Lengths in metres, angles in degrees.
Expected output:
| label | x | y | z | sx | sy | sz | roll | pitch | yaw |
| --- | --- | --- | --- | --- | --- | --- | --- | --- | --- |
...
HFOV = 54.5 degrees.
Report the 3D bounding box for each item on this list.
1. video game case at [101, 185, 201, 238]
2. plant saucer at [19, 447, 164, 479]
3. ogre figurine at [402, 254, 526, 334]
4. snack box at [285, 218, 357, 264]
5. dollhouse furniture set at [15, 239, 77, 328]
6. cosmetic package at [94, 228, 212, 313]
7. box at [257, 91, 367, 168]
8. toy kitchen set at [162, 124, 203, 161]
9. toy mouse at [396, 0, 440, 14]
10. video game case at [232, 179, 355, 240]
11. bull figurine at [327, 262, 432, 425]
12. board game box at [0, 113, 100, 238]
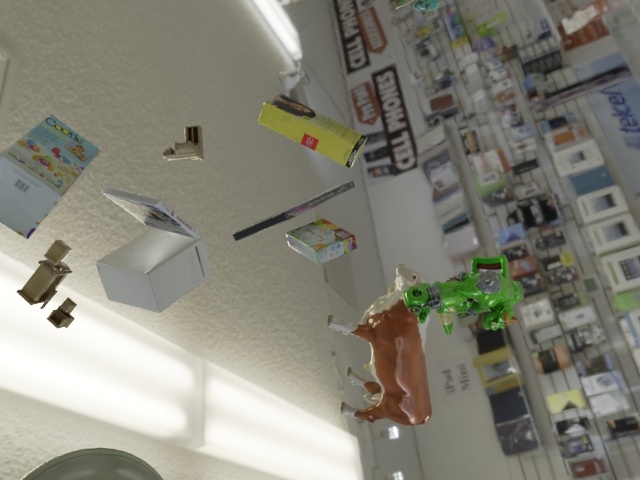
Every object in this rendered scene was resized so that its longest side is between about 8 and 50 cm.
| label | x | y | z | sx | sy | sz | roll | pitch | yaw |
| --- | --- | --- | --- | --- | --- | --- | --- | --- | --- |
| video game case | -0.428 | -0.070 | 1.581 | 0.023 | 0.201 | 0.183 | -66 | -32 | -16 |
| plant saucer | -0.451 | 0.619 | 1.215 | 0.401 | 0.101 | 0.400 | 7 | -101 | -36 |
| ogre figurine | 0.197 | 0.073 | 0.826 | 0.197 | 0.118 | 0.096 | 39 | -137 | -44 |
| snack box | 0.000 | 0.000 | 1.368 | 0.141 | 0.100 | 0.037 | 29 | 137 | 55 |
| dollhouse furniture set | -0.682 | 0.117 | 1.674 | 0.161 | 0.182 | 0.101 | 41 | -173 | 4 |
| cosmetic package | -0.481 | 0.083 | 1.807 | 0.225 | 0.224 | 0.138 | -38 | -53 | -47 |
| box | -0.016 | -0.246 | 1.384 | 0.232 | 0.058 | 0.087 | 27 | -146 | 2 |
| toy kitchen set | -0.288 | -0.206 | 1.279 | 0.083 | 0.068 | 0.075 | 51 | -146 | -79 |
| toy mouse | 0.234 | -0.494 | 1.217 | 0.031 | 0.161 | 0.143 | 49 | -157 | 11 |
| video game case | -0.064 | -0.076 | 1.550 | 0.274 | 0.196 | 0.026 | -28 | -84 | -46 |
| bull figurine | 0.123 | 0.199 | 1.143 | 0.101 | 0.189 | 0.310 | -28 | -67 | -66 |
| board game box | -0.632 | -0.150 | 1.398 | 0.144 | 0.142 | 0.275 | 38 | -158 | -18 |
